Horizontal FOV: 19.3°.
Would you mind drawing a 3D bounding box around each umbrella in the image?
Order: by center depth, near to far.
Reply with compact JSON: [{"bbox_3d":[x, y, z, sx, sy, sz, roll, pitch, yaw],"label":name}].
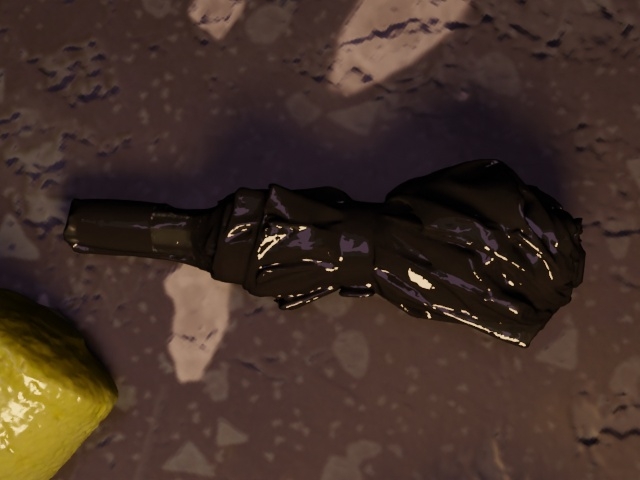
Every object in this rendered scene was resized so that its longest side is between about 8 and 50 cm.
[{"bbox_3d":[0.000,0.000,1.215,0.340,0.118,0.118,4,85,12],"label":"umbrella"}]

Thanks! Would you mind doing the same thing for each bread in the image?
[{"bbox_3d":[-0.206,0.097,1.208,0.129,0.111,0.114,36,95,9],"label":"bread"}]
